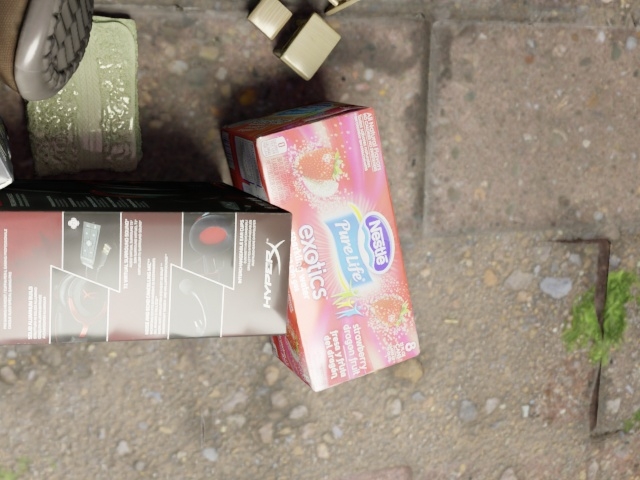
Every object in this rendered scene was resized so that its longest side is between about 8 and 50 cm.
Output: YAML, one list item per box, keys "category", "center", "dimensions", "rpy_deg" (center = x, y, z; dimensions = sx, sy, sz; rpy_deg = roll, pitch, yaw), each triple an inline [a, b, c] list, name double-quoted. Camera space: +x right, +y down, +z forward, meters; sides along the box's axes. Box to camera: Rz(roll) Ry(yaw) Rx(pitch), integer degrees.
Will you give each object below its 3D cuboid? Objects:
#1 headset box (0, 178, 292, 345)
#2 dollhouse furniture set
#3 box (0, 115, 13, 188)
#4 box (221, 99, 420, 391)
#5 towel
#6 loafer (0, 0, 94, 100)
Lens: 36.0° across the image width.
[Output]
- category: "headset box"
  center: [-0.197, 0.011, 0.850]
  dimensions: [0.293, 0.218, 0.110]
  rpy_deg: [0, 100, -20]
- category: "dollhouse furniture set"
  center: [-0.029, -0.269, 0.919]
  dimensions: [0.182, 0.101, 0.161]
  rpy_deg: [37, 86, -23]
- category: "box"
  center: [-0.344, -0.221, 0.693]
  dimensions: [0.097, 0.318, 0.395]
  rpy_deg: [-27, 110, -14]
- category: "box"
  center: [0.000, 0.000, 0.972]
  dimensions: [0.122, 0.128, 0.257]
  rpy_deg: [-17, 106, -17]
- category: "towel"
  center: [-0.221, -0.134, 0.915]
  dimensions: [0.110, 0.027, 0.148]
  rpy_deg: [-4, 102, -19]
- category: "loafer"
  center: [-0.251, -0.276, 0.783]
  dimensions: [0.130, 0.134, 0.366]
  rpy_deg: [-1, 68, -7]
